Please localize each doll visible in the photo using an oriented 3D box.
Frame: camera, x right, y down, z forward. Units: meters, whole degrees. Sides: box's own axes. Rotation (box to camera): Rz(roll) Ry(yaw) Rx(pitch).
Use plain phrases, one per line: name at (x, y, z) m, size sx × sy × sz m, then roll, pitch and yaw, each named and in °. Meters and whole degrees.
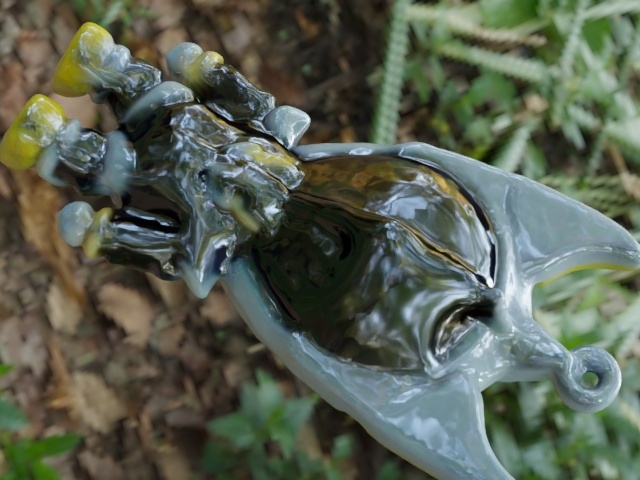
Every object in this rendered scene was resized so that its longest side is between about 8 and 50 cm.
doll at (-0.002, 0.004, 0.910) m, size 0.316 × 0.103 × 0.145 m, roll 29°, pitch 41°, yaw 3°
